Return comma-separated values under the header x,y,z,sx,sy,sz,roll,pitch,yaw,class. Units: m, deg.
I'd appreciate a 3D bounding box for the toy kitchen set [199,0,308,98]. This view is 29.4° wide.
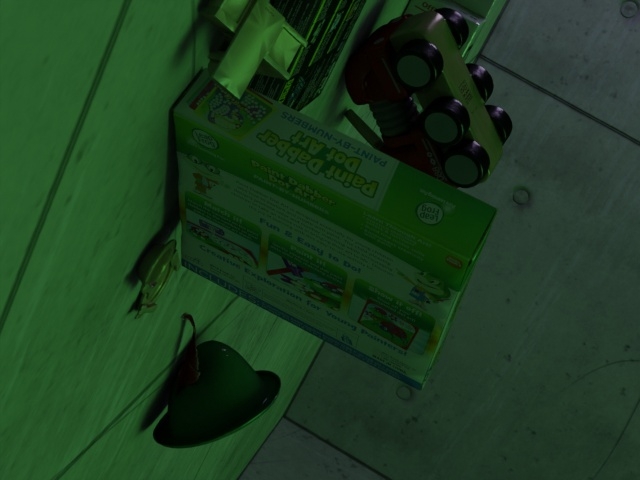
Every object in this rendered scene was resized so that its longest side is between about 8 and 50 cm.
x,y,z,sx,sy,sz,roll,pitch,yaw,class
-0.071,-0.140,0.874,0.083,0.075,0.068,38,76,-44,toy kitchen set

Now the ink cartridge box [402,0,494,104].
x,y,z,sx,sy,sz,roll,pitch,yaw,class
0.161,-0.287,1.718,0.180,0.104,0.060,-63,172,26,ink cartridge box

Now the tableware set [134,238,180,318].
x,y,z,sx,sy,sz,roll,pitch,yaw,class
-0.127,-0.001,1.122,0.168,0.020,0.141,-58,173,-11,tableware set

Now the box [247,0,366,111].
x,y,z,sx,sy,sz,roll,pitch,yaw,class
-0.008,-0.191,1.088,0.190,0.045,0.184,-62,171,29,box

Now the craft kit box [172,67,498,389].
x,y,z,sx,sy,sz,roll,pitch,yaw,class
0.000,0.000,0.990,0.061,0.250,0.246,-59,170,-25,craft kit box

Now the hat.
x,y,z,sx,sy,sz,roll,pitch,yaw,class
-0.157,0.140,1.530,0.208,0.183,0.173,-10,-158,38,hat

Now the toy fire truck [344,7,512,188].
x,y,z,sx,sy,sz,roll,pitch,yaw,class
0.098,-0.172,1.566,0.246,0.217,0.158,-11,-151,36,toy fire truck
